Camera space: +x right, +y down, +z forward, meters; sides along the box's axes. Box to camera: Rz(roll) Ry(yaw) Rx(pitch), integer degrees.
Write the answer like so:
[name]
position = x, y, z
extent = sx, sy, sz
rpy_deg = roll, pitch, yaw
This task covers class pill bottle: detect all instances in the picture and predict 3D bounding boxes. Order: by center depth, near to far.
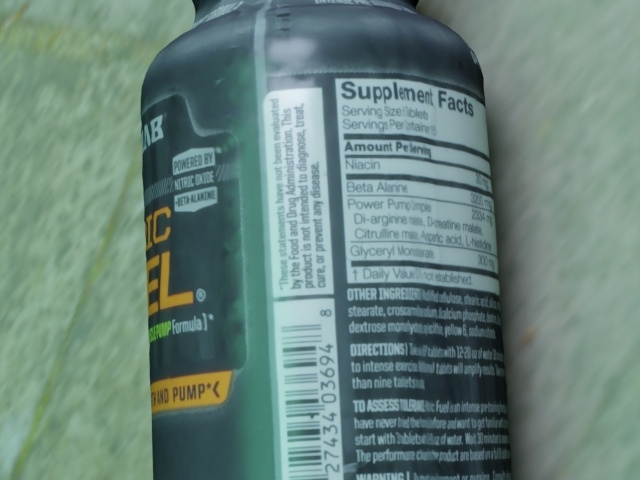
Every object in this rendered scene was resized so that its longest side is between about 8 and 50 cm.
[pill bottle]
position = 0.000, 0.000, 0.608
extent = 0.130, 0.130, 0.245
rpy_deg = -10, 78, 38
